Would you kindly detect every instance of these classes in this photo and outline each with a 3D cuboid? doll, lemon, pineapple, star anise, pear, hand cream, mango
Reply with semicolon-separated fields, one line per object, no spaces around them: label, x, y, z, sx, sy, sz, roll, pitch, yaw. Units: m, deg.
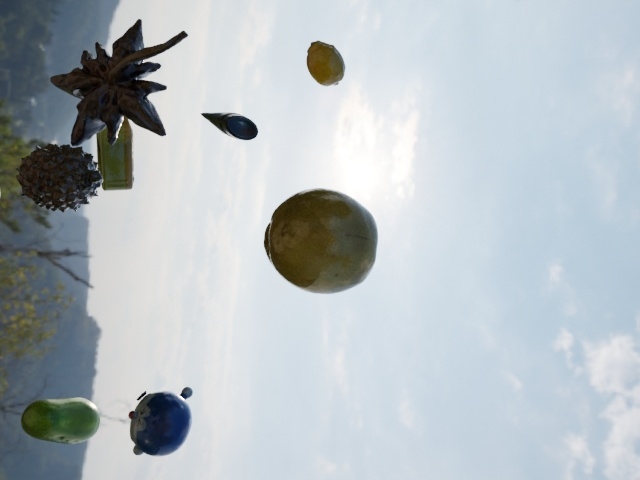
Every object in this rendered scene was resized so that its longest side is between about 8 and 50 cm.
doll;-0.414;0.470;1.709;0.215;0.161;0.257;-59;-179;-19
lemon;0.015;-0.549;2.026;0.155;0.114;0.114;58;-4;-28
pineapple;-0.567;-0.138;1.452;0.166;0.193;0.166;2;90;-69
star anise;-0.476;-0.372;1.534;0.109;0.349;0.293;-49;136;-81
pear;0.000;0.000;1.787;0.314;0.314;0.315;-174;-90;-68
hand cream;-0.235;-0.307;1.710;0.270;0.120;0.061;37;-71;65
mango;-0.499;0.340;1.250;0.117;0.163;0.089;-2;-112;30

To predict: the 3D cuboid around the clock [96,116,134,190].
clock;-0.584;-0.254;1.853;0.143;0.096;0.202;-120;-148;-49
